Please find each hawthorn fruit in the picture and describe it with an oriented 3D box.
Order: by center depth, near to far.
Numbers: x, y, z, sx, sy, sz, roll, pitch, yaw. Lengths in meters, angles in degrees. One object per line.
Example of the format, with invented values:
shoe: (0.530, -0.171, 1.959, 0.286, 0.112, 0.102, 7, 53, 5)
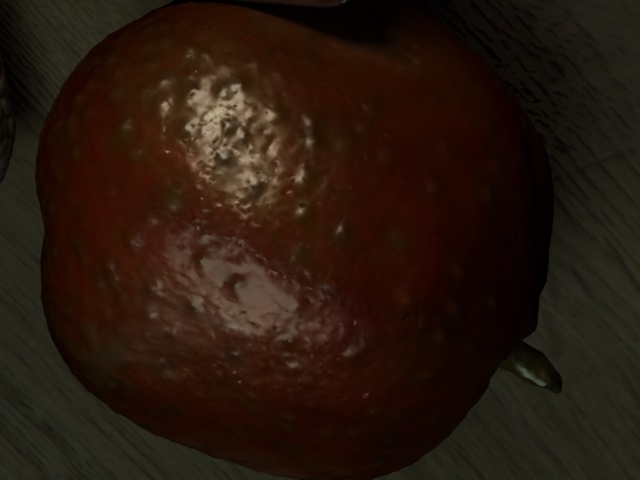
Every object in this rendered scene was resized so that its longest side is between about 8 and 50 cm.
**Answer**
hawthorn fruit: (0.000, 0.000, 1.023, 0.299, 0.275, 0.275, 31, 141, 2)

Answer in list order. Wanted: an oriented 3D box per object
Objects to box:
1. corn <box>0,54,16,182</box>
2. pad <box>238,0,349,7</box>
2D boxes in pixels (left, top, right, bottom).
corn: (-0.250, -0.151, 1.128, 0.126, 0.127, 0.335, 16, 138, 16)
pad: (-0.052, -0.244, 0.897, 0.181, 0.004, 0.267, 9, 109, 25)
